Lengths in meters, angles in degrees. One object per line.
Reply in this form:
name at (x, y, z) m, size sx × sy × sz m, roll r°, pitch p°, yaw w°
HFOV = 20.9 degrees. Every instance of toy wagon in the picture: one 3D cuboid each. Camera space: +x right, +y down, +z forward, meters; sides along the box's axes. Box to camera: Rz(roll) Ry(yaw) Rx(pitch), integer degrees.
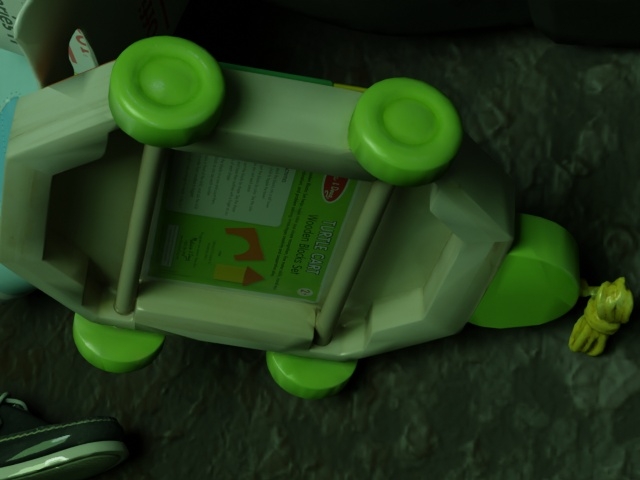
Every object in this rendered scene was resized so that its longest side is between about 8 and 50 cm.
toy wagon at (0.000, 0.000, 0.951) m, size 0.344 × 0.267 × 0.068 m, roll 9°, pitch 59°, yaw -8°

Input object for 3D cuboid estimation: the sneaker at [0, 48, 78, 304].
sneaker at (-0.161, -0.122, 1.142) m, size 0.208 × 0.127 × 0.319 m, roll -6°, pitch 89°, yaw 33°

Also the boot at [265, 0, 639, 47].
boot at (0.070, -0.185, 0.987) m, size 0.305 × 0.112 × 0.115 m, roll 6°, pitch 72°, yaw 7°

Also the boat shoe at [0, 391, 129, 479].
boat shoe at (-0.229, 0.135, 1.163) m, size 0.233 × 0.084 × 0.079 m, roll -12°, pitch 77°, yaw 33°

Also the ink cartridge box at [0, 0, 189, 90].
ink cartridge box at (-0.128, -0.232, 1.010) m, size 0.119 × 0.207 × 0.353 m, roll 18°, pitch 68°, yaw 12°
